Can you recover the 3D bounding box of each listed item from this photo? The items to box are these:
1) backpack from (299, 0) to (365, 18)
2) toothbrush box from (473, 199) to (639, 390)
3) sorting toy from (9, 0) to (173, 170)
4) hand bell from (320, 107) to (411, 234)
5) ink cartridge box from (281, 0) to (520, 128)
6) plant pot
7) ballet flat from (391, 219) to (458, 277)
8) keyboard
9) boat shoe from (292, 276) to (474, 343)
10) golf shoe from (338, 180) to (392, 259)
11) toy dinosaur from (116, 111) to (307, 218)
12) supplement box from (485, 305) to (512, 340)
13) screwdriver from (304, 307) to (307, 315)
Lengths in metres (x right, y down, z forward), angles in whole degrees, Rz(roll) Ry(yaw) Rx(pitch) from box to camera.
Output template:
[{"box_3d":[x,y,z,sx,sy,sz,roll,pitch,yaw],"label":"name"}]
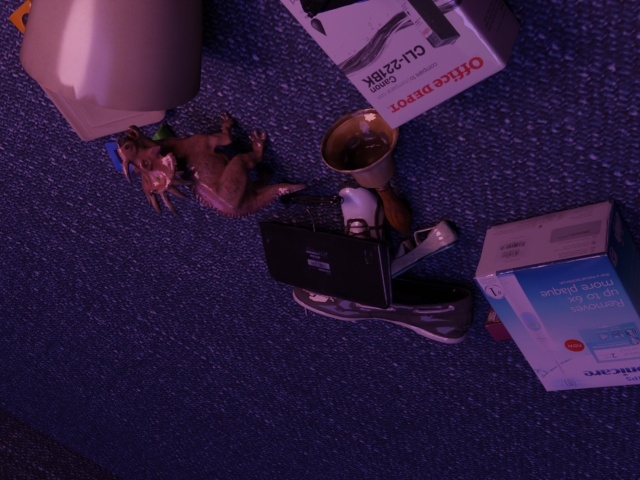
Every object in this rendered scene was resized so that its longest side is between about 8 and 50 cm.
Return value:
[{"box_3d":[0.033,-0.320,0.880,0.120,0.101,0.098,-5,131,25],"label":"backpack"},{"box_3d":[0.414,0.100,1.282,0.216,0.126,0.295,-12,128,36],"label":"toothbrush box"},{"box_3d":[-0.380,-0.270,1.367,0.196,0.047,0.348,-10,128,30],"label":"sorting toy"},{"box_3d":[0.103,-0.087,1.288,0.126,0.126,0.242,0,147,27],"label":"hand bell"},{"box_3d":[0.096,-0.305,1.026,0.197,0.114,0.273,-25,119,42],"label":"ink cartridge box"},{"box_3d":[-0.267,-0.358,1.086,0.256,0.256,0.274,22,124,5],"label":"plant pot"},{"box_3d":[0.170,0.013,1.384,0.168,0.057,0.052,-33,85,42],"label":"ballet flat"},{"box_3d":[0.000,0.000,1.377,0.317,0.033,0.202,11,117,46],"label":"keyboard"},{"box_3d":[0.117,0.095,1.456,0.335,0.112,0.096,13,126,8],"label":"boat shoe"},{"box_3d":[0.073,-0.010,1.368,0.077,0.094,0.198,-1,131,30],"label":"golf shoe"},{"box_3d":[-0.183,-0.100,1.322,0.295,0.200,0.127,28,140,-3],"label":"toy dinosaur"},{"box_3d":[0.327,0.128,1.388,0.055,0.083,0.043,-16,124,39],"label":"supplement box"},{"box_3d":[-0.033,0.105,1.600,0.025,0.024,0.170,35,151,36],"label":"screwdriver"}]
